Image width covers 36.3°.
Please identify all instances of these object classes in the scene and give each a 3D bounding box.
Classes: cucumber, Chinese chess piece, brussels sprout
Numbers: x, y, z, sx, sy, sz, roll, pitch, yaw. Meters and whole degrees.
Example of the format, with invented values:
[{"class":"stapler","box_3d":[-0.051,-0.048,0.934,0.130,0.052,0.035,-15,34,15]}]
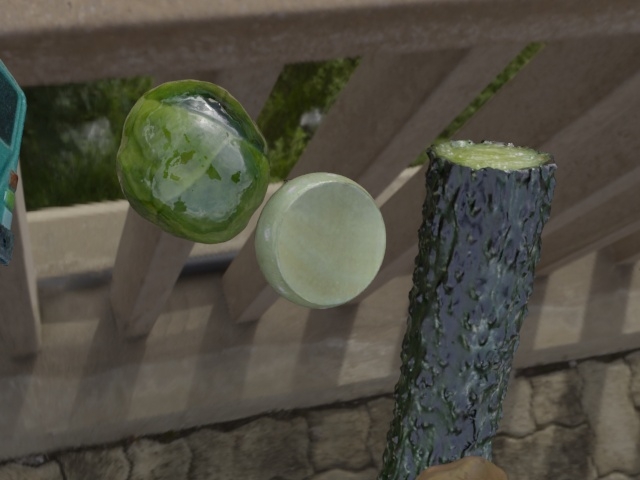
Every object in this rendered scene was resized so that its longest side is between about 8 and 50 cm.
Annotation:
[{"class":"cucumber","box_3d":[0.101,0.104,0.741,0.096,0.096,0.360,2,110,-14]},{"class":"Chinese chess piece","box_3d":[0.000,0.000,1.032,0.144,0.058,0.144,-4,100,-27]},{"class":"brussels sprout","box_3d":[-0.183,-0.126,1.417,0.219,0.271,0.210,28,113,-21]}]

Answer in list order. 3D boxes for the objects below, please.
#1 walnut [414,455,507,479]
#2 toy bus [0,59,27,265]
[{"class":"walnut","box_3d":[0.096,0.173,0.298,0.238,0.141,0.204,31,30,8]},{"class":"toy bus","box_3d":[-0.318,-0.055,0.579,0.256,0.128,0.147,-2,67,9]}]
